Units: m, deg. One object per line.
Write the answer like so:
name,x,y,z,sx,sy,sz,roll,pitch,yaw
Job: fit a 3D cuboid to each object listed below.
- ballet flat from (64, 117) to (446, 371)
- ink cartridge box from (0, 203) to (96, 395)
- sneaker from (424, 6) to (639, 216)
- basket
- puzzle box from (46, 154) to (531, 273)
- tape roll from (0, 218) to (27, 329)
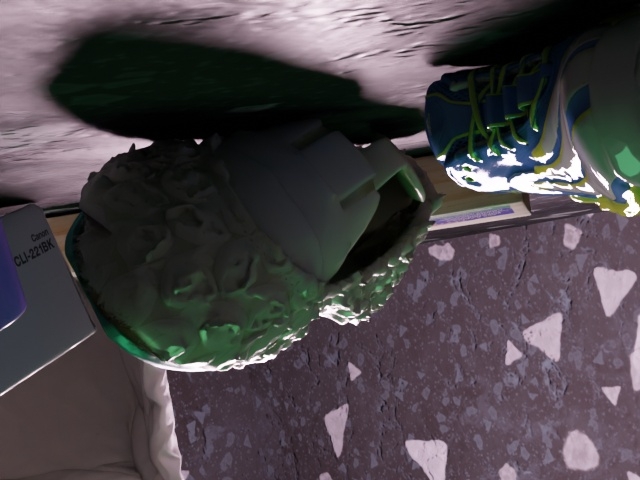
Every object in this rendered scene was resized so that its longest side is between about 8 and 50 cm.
ballet flat,-0.016,-0.019,0.906,0.147,0.147,0.409,-9,180,16
ink cartridge box,-0.332,0.088,1.106,0.273,0.114,0.197,-23,-174,25
sneaker,0.104,-0.048,0.692,0.126,0.091,0.240,-8,178,15
basket,-0.346,0.186,1.839,0.328,0.331,0.266,-9,179,-5
puzzle box,-0.019,-0.021,1.336,0.409,0.052,0.272,-9,177,9
tape roll,-0.259,0.026,0.806,0.189,0.080,0.189,-15,-169,3
